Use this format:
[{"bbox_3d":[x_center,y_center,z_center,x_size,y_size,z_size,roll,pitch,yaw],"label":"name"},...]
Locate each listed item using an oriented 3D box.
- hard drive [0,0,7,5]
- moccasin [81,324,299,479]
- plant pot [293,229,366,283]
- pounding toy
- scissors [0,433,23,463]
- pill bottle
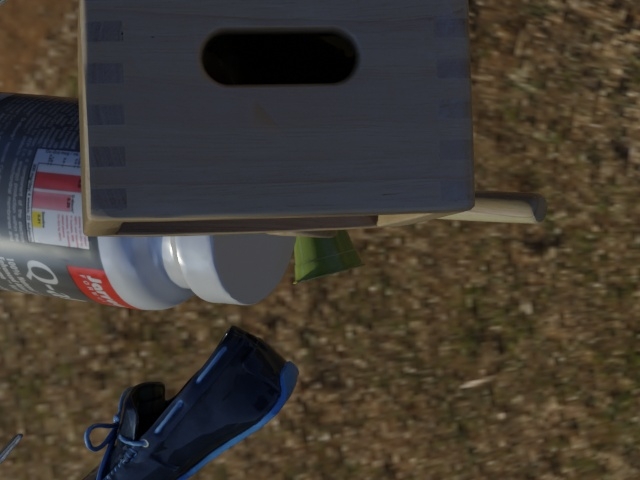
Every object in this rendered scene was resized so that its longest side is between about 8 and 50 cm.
[{"bbox_3d":[-0.342,-0.330,1.936,0.339,0.237,0.064,-24,114,40],"label":"hard drive"},{"bbox_3d":[-0.175,0.203,1.958,0.342,0.138,0.117,-38,103,21],"label":"moccasin"},{"bbox_3d":[0.000,0.000,1.897,0.083,0.083,0.079,-17,88,31],"label":"plant pot"},{"bbox_3d":[-0.001,-0.051,0.657,0.181,0.206,0.094,-2,88,-9],"label":"pounding toy"},{"bbox_3d":[-0.338,0.260,1.460,0.021,0.109,0.297,42,133,-8],"label":"scissors"},{"bbox_3d":[-0.220,-0.040,1.757,0.362,0.210,0.210,6,94,28],"label":"pill bottle"}]
